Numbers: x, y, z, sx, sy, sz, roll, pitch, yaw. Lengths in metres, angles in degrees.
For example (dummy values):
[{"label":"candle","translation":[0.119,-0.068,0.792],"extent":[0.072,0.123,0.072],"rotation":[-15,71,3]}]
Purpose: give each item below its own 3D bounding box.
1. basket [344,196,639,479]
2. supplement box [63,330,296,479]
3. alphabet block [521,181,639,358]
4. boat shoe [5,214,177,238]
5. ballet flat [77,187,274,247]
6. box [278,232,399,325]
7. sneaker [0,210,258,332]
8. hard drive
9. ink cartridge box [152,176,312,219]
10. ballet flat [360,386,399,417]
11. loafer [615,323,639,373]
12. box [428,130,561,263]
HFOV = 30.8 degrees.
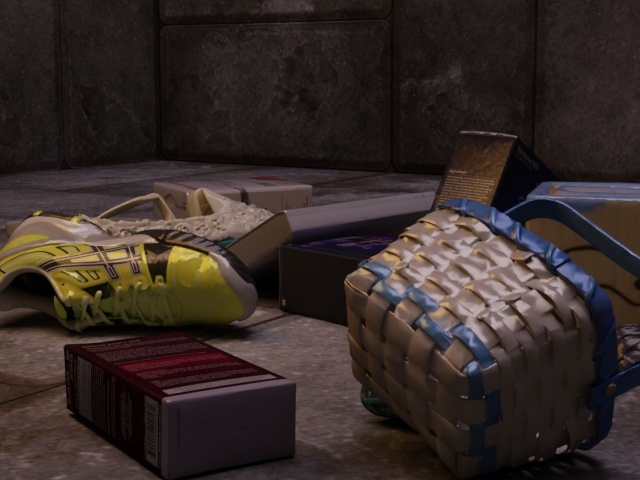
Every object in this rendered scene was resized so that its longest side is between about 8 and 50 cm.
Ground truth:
[{"label":"basket","translation":[0.180,0.067,1.054],"extent":[0.289,0.201,0.255],"rotation":[-25,39,-21]},{"label":"supplement box","translation":[-0.138,0.147,1.093],"extent":[0.130,0.073,0.239],"rotation":[-4,10,-32]},{"label":"alphabet block","translation":[0.353,0.034,1.434],"extent":[0.192,0.197,0.193],"rotation":[2,8,19]},{"label":"boat shoe","translation":[-0.365,0.012,1.908],"extent":[0.306,0.105,0.113],"rotation":[1,2,-39]},{"label":"ballet flat","translation":[-0.220,-0.018,1.846],"extent":[0.409,0.147,0.147],"rotation":[-10,12,-32]},{"label":"box","translation":[0.093,0.057,1.616],"extent":[0.184,0.103,0.261],"rotation":[-11,13,-41]},{"label":"sneaker","translation":[-0.264,0.070,1.542],"extent":[0.384,0.145,0.147],"rotation":[6,41,23]},{"label":"hard drive","translation":[0.000,0.000,1.844],"extent":[0.353,0.047,0.233],"rotation":[-10,-17,-47]},{"label":"ink cartridge box","translation":[-0.180,-0.061,2.358],"extent":[0.273,0.114,0.197],"rotation":[-4,10,-30]},{"label":"ballet flat","translation":[0.101,0.139,1.195],"extent":[0.070,0.070,0.188],"rotation":[5,7,32]},{"label":"loafer","translation":[0.406,0.131,1.291],"extent":[0.170,0.062,0.061],"rotation":[-4,39,7]},{"label":"box","translation":[0.253,-0.039,1.737],"extent":[0.108,0.207,0.153],"rotation":[10,-15,43]}]
